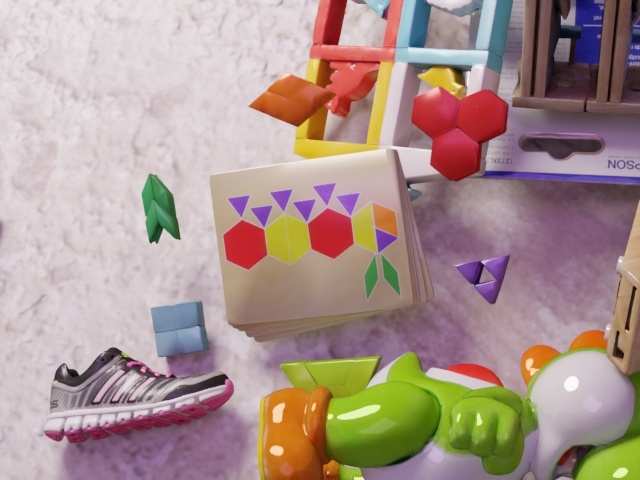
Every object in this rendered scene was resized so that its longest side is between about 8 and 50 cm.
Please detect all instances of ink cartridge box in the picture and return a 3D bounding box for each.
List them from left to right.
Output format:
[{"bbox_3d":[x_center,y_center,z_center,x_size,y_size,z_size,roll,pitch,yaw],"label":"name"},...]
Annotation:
[{"bbox_3d":[0.228,-0.210,1.233,0.175,0.069,0.371,3,66,10],"label":"ink cartridge box"}]

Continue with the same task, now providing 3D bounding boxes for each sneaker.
[{"bbox_3d":[-0.160,0.125,1.158,0.170,0.063,0.075,-12,72,10],"label":"sneaker"}]

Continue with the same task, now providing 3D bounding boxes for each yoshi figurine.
[{"bbox_3d":[0.144,0.186,1.013,0.362,0.203,0.203,-10,92,2],"label":"yoshi figurine"}]

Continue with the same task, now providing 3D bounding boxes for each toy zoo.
[{"bbox_3d":[0.074,-0.166,1.189,0.192,0.030,0.293,9,87,37],"label":"toy zoo"}]

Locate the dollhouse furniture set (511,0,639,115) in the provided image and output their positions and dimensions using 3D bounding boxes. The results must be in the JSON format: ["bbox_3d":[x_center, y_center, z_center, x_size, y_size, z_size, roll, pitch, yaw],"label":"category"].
[{"bbox_3d":[0.241,-0.213,1.154,0.129,0.129,0.184,6,39,11],"label":"dollhouse furniture set"}]

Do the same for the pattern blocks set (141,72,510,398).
[{"bbox_3d":[0.000,0.000,1.147,0.324,0.026,0.285,1,92,17],"label":"pattern blocks set"}]

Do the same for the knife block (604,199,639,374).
[{"bbox_3d":[0.363,0.009,1.039,0.242,0.088,0.276,12,37,16],"label":"knife block"}]
